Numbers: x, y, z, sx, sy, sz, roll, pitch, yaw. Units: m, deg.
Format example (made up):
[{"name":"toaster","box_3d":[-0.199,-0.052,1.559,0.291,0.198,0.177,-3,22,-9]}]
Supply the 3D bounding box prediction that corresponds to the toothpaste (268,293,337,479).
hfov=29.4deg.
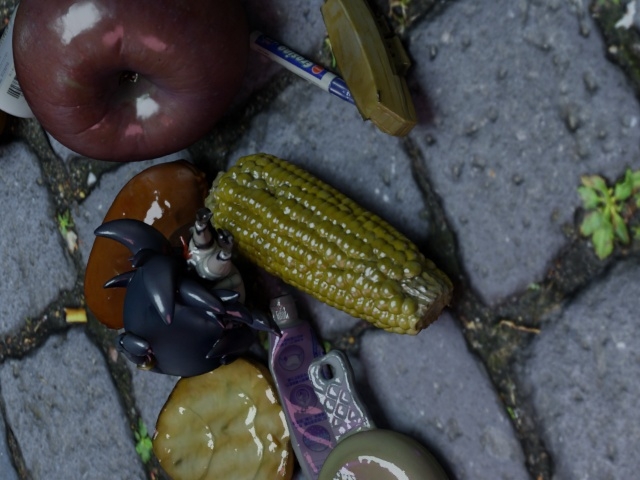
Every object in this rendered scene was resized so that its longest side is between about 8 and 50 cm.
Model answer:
[{"name":"toothpaste","box_3d":[-0.007,0.211,1.483,0.075,0.048,0.301,-16,91,11]}]

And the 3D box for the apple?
[{"name":"apple","box_3d":[-0.227,-0.241,1.470,0.305,0.305,0.235,-41,40,34]}]

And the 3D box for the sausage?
[{"name":"sausage","box_3d":[-0.229,0.006,1.591,0.133,0.133,0.258,45,121,26]}]

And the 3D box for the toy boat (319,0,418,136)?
[{"name":"toy boat","box_3d":[0.061,-0.209,1.369,0.064,0.072,0.206,-47,52,47]}]

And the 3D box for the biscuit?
[{"name":"biscuit","box_3d":[-0.128,0.253,1.592,0.260,0.041,0.203,-19,86,39]}]

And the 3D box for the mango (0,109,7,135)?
[{"name":"mango","box_3d":[-0.546,-0.233,1.817,0.166,0.136,0.236,-32,69,22]}]

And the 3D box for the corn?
[{"name":"corn","box_3d":[0.000,0.000,1.407,0.347,0.130,0.130,29,112,30]}]

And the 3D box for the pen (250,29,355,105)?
[{"name":"pen","box_3d":[-0.012,-0.203,1.457,0.204,0.025,0.025,33,114,31]}]

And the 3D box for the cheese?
[{"name":"cheese","box_3d":[0.057,0.263,1.410,0.163,0.082,0.286,-33,72,24]}]

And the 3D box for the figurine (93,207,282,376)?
[{"name":"figurine","box_3d":[-0.159,0.066,1.444,0.197,0.265,0.175,-20,62,7]}]

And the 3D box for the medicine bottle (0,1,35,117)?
[{"name":"medicine bottle","box_3d":[-0.395,-0.271,1.707,0.103,0.103,0.187,49,122,24]}]
